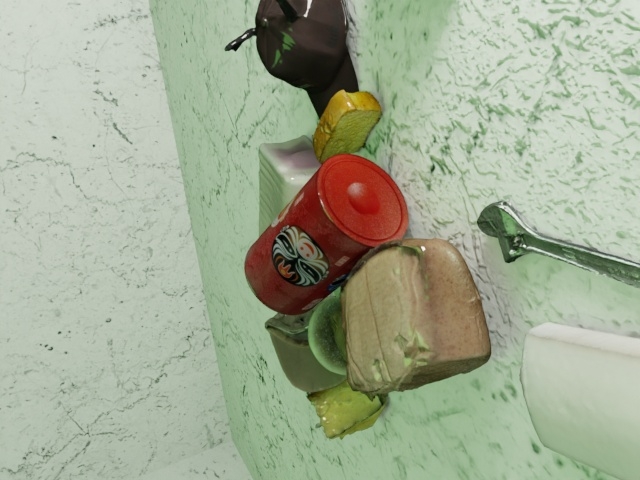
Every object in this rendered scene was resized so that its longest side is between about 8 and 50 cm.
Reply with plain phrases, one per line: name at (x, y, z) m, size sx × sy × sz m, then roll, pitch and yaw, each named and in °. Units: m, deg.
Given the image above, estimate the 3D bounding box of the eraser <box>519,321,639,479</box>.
eraser at (0.369, 0.201, 0.654) m, size 0.270 × 0.095 × 0.174 m, roll 0°, pitch 105°, yaw 67°

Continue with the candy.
candy at (-0.060, -0.065, 1.402) m, size 0.208 × 0.145 × 0.358 m, roll 53°, pitch 148°, yaw 42°

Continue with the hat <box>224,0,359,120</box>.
hat at (-0.061, -0.380, 1.133) m, size 0.238 × 0.209 × 0.336 m, roll 17°, pitch 121°, yaw 60°

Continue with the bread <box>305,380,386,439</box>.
bread at (0.058, 0.361, 1.440) m, size 0.178 × 0.142 × 0.266 m, roll -42°, pitch 53°, yaw 18°

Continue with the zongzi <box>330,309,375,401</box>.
zongzi at (0.082, 0.260, 1.285) m, size 0.160 × 0.078 × 0.176 m, roll -125°, pitch 20°, yaw -48°

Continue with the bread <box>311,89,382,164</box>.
bread at (0.048, -0.226, 1.110) m, size 0.065 × 0.103 × 0.187 m, roll 65°, pitch 157°, yaw 21°

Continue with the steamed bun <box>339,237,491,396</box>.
steamed bun at (0.170, 0.135, 0.958) m, size 0.301 × 0.199 × 0.251 m, roll 139°, pitch 131°, yaw -56°

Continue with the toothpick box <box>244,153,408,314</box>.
toothpick box at (0.000, 0.000, 1.135) m, size 0.333 × 0.204 × 0.204 m, roll -42°, pitch 64°, yaw 48°

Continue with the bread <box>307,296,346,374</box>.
bread at (0.028, 0.238, 1.333) m, size 0.193 × 0.112 × 0.036 m, roll 68°, pitch 154°, yaw 13°

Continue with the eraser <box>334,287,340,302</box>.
eraser at (0.107, 0.194, 1.316) m, size 0.230 × 0.038 × 0.157 m, roll 68°, pitch 157°, yaw 14°

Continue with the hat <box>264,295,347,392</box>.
hat at (-0.018, 0.259, 1.448) m, size 0.149 × 0.214 × 0.244 m, roll 54°, pitch -160°, yaw -84°

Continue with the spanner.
spanner at (0.324, 0.013, 0.731) m, size 0.325 × 0.026 × 0.093 m, roll 27°, pitch 128°, yaw 58°
